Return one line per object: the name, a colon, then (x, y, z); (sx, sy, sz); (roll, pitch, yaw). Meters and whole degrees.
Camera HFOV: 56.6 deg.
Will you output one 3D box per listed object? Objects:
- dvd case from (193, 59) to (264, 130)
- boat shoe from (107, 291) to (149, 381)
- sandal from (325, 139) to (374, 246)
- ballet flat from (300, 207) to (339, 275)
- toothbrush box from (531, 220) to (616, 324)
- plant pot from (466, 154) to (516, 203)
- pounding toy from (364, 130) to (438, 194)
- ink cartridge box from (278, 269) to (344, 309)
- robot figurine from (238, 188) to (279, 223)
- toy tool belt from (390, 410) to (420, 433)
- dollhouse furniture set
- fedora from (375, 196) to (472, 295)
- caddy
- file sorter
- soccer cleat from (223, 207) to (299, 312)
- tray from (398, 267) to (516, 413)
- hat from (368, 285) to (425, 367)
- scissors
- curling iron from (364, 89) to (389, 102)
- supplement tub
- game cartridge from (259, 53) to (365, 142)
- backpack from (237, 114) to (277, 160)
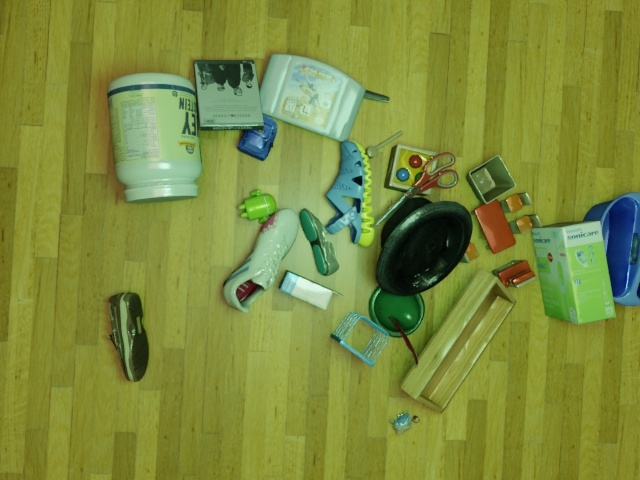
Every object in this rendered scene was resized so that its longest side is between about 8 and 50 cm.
dvd case: (-0.263, -0.416, 1.693); (0.179, 0.029, 0.239); (-4, 65, -14)
boat shoe: (-0.559, 0.276, 1.707); (0.095, 0.095, 0.258); (-2, 92, 18)
sandal: (0.079, -0.136, 1.739); (0.138, 0.126, 0.318); (-3, 89, -10)
ballet flat: (0.000, 0.000, 1.773); (0.068, 0.072, 0.213); (-21, 93, -33)
toothbrush box: (0.748, 0.090, 1.771); (0.122, 0.206, 0.283); (-9, 92, -5)
plant pot: (0.503, -0.180, 1.799); (0.109, 0.096, 0.109); (-31, 93, -6)
pounding toy: (0.238, -0.244, 1.773); (0.206, 0.094, 0.181); (12, 89, -6)
ink cartridge box: (-0.027, 0.151, 1.742); (0.181, 0.104, 0.062); (24, 88, -5)
robot figurine: (-0.181, -0.099, 1.744); (0.115, 0.067, 0.101); (-16, 93, -6)
toy tool belt: (0.256, 0.544, 1.801); (0.083, 0.052, 0.051); (-30, 102, -6)
dollhouse furniture set: (0.545, 0.007, 1.785); (0.262, 0.135, 0.259); (-25, 93, -5)
fedora: (0.271, -0.003, 1.712); (0.334, 0.152, 0.334); (-15, 132, -18)
caddy: (0.934, 0.026, 1.804); (0.241, 0.179, 0.341); (7, 90, -5)
file sorter: (0.116, 0.280, 1.727); (0.118, 0.170, 0.104); (37, 83, -5)
soccer cleat: (-0.151, 0.064, 1.701); (0.116, 0.143, 0.331); (35, 91, -33)
tray: (0.409, 0.299, 1.749); (0.411, 0.076, 0.203); (-56, 138, -4)
hat: (0.250, 0.219, 1.731); (0.173, 0.183, 0.208); (-42, 94, -4)
scissors: (0.268, -0.153, 1.726); (0.297, 0.021, 0.109); (-27, 110, 0)
curling iron: (0.080, -0.467, 1.785); (0.274, 0.035, 0.068); (19, 89, -5)
supplement tub: (-0.450, -0.273, 1.632); (0.235, 0.235, 0.325); (-6, 91, -6)
game cartridge: (-0.029, -0.428, 1.745); (0.297, 0.062, 0.198); (19, 106, -5)
backpack: (-0.175, -0.305, 1.729); (0.098, 0.101, 0.120); (25, 84, -12)
